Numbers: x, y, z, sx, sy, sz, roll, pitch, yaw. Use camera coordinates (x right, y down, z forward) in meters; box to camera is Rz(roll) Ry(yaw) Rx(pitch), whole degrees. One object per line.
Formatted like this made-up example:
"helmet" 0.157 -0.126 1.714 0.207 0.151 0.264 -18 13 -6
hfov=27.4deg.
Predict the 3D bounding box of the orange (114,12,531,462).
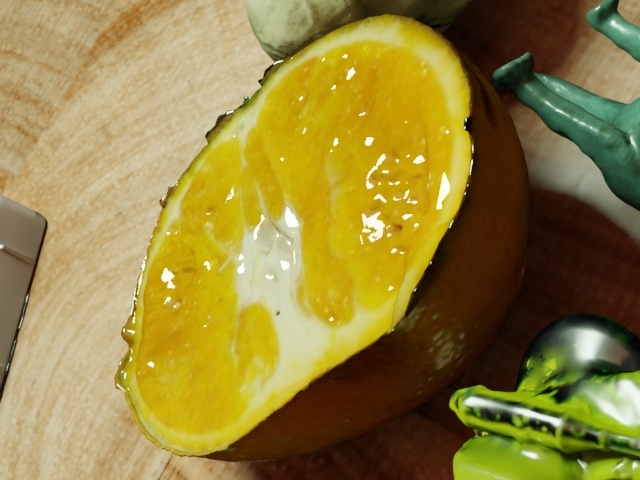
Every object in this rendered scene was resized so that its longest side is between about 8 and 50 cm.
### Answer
"orange" 0.003 0.002 0.860 0.274 0.274 0.310 57 148 36

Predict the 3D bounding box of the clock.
"clock" -0.339 0.057 1.179 0.150 0.063 0.197 0 70 34

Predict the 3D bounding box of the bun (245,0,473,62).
"bun" 0.049 -0.192 0.964 0.116 0.237 0.210 56 138 0

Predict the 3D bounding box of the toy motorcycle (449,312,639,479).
"toy motorcycle" 0.215 0.167 0.651 0.342 0.142 0.206 20 92 45

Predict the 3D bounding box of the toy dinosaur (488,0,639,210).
"toy dinosaur" 0.262 -0.015 0.794 0.129 0.383 0.331 -36 90 -14
